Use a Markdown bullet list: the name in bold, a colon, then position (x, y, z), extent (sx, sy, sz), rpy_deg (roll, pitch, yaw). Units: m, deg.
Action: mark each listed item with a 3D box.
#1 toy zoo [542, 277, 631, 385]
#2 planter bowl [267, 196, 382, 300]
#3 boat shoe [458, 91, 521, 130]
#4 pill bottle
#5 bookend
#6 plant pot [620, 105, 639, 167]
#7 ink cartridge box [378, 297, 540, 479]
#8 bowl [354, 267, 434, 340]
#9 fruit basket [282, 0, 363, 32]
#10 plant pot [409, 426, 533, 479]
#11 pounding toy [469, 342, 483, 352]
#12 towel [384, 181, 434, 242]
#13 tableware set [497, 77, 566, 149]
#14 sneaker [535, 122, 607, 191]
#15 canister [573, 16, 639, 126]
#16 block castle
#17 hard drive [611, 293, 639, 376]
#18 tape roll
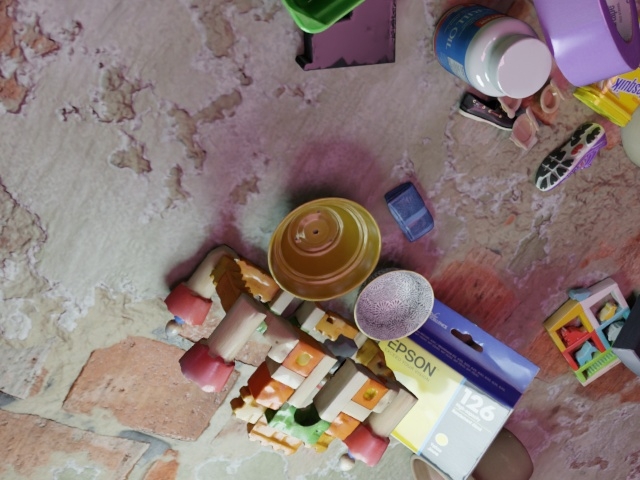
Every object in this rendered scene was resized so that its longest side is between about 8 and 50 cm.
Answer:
- **toy zoo**: position (0.658, 0.213, 1.571), extent (0.192, 0.030, 0.293), rpy_deg (-37, 122, 6)
- **planter bowl**: position (0.000, 0.000, 1.231), extent (0.217, 0.090, 0.217), rpy_deg (-6, 119, -12)
- **boat shoe**: position (0.323, -0.239, 1.215), extent (0.133, 0.049, 0.042), rpy_deg (15, 121, -18)
- **pill bottle**: position (0.280, -0.308, 1.064), extent (0.124, 0.221, 0.124), rpy_deg (-7, 119, -13)
- **bookend**: position (0.038, -0.365, 1.052), extent (0.157, 0.072, 0.156), rpy_deg (-9, 119, -10)
- **plant pot**: position (0.771, -0.231, 1.266), extent (0.284, 0.191, 0.284), rpy_deg (-7, 119, -13)
- **ink cartridge box**: position (0.247, 0.308, 1.375), extent (0.072, 0.304, 0.307), rpy_deg (-18, 137, -57)
- **bowl**: position (0.140, 0.115, 1.341), extent (0.170, 0.080, 0.170), rpy_deg (-7, 120, -13)
- **fruit basket**: position (0.062, -0.473, 0.829), extent (0.392, 0.392, 0.283), rpy_deg (-35, 121, 5)
- **plant pot**: position (0.385, 0.574, 1.590), extent (0.229, 0.263, 0.263), rpy_deg (-29, 124, -21)
- **pounding toy**: position (0.306, 0.357, 1.496), extent (0.183, 0.110, 0.236), rpy_deg (-24, 122, -56)
- **towel**: position (0.179, -0.055, 1.288), extent (0.067, 0.029, 0.119), rpy_deg (-33, 121, 3)
- **tableware set**: position (0.390, -0.263, 1.209), extent (0.168, 0.020, 0.141), rpy_deg (-52, 123, -11)
- **sneaker**: position (0.510, -0.155, 1.307), extent (0.170, 0.068, 0.071), rpy_deg (-43, 126, 9)
- **canister**: position (0.580, -0.319, 1.232), extent (0.126, 0.073, 0.170), rpy_deg (24, 108, -26)
- **block castle**: position (-0.063, 0.232, 1.221), extent (0.453, 0.303, 0.213), rpy_deg (34, 98, -29)
- **hard drive**: position (0.818, 0.252, 1.590), extent (0.255, 0.054, 0.172), rpy_deg (34, 84, -33)
- **tape roll**: position (0.423, -0.390, 1.034), extent (0.090, 0.274, 0.275), rpy_deg (-11, 132, 39)
